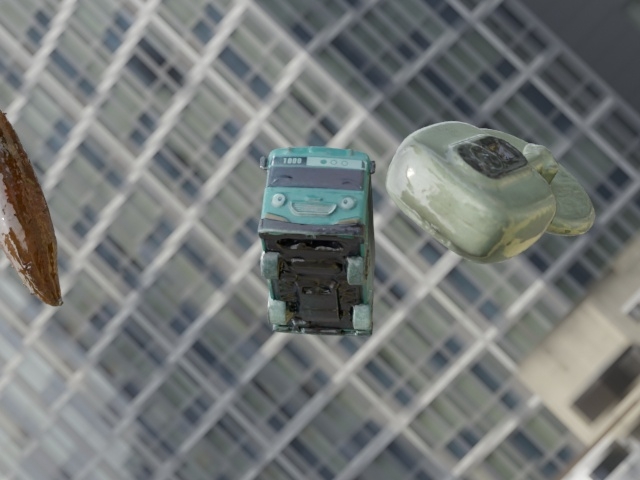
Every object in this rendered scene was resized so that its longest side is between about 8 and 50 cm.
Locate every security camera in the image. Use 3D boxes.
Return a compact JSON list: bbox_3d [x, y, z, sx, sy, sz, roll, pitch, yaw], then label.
[{"bbox_3d":[0.178,-0.061,1.856,0.301,0.157,0.080,-20,-36,-59],"label":"security camera"}]

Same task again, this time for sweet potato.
[{"bbox_3d":[-0.282,-0.060,1.721,0.057,0.264,0.057,-23,-12,-5],"label":"sweet potato"}]

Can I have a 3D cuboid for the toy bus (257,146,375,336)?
[{"bbox_3d":[0.000,0.000,1.368,0.160,0.079,0.091,83,-169,-62],"label":"toy bus"}]
